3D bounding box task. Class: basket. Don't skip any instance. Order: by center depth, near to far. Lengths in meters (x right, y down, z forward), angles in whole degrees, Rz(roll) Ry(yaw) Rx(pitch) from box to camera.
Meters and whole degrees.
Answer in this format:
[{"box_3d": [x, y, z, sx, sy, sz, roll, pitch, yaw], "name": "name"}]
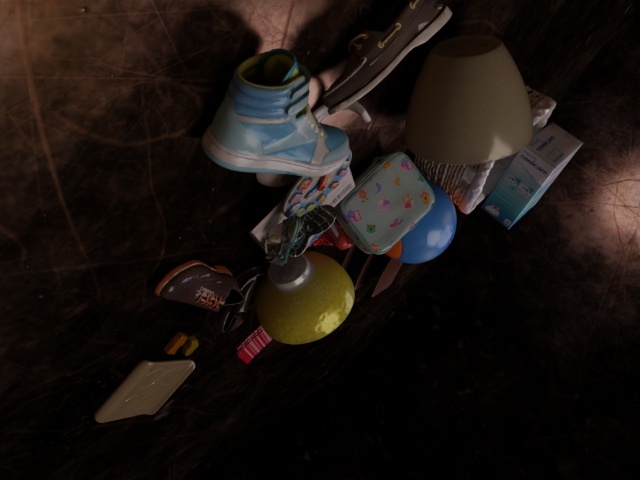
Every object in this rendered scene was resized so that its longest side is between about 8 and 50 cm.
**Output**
[{"box_3d": [0.520, -0.334, 1.743, 0.331, 0.266, 0.328, -39, 159, -20], "name": "basket"}]

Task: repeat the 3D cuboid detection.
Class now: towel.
[{"box_3d": [-0.186, 0.329, 1.919, 0.275, 0.031, 0.199, -42, 161, -15], "name": "towel"}]

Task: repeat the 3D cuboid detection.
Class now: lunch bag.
[{"box_3d": [0.182, -0.115, 1.552, 0.279, 0.224, 0.108, -43, -170, -15], "name": "lunch bag"}]

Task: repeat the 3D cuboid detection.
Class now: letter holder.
[{"box_3d": [0.199, 0.090, 2.076, 0.214, 0.152, 0.302, -31, 155, -34], "name": "letter holder"}]

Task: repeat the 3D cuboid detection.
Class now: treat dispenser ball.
[{"box_3d": [0.305, -0.066, 1.777, 0.288, 0.288, 0.288, -40, 160, -18], "name": "treat dispenser ball"}]

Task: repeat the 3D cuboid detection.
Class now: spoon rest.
[{"box_3d": [-0.026, -0.212, 1.158, 0.276, 0.084, 0.137, -36, 161, 8], "name": "spoon rest"}]

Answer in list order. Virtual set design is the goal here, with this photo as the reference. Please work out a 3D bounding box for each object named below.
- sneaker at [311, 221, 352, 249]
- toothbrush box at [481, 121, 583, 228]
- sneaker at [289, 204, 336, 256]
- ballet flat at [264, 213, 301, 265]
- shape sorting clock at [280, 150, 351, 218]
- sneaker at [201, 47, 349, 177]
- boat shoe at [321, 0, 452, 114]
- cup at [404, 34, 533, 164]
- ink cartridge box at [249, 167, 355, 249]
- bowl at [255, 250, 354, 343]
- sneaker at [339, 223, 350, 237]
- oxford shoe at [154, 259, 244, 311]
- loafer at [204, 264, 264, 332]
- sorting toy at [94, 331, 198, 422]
[{"box_3d": [0.000, 0.000, 1.441, 0.128, 0.087, 0.221, -42, -156, 3], "name": "sneaker"}, {"box_3d": [0.695, -0.213, 1.769, 0.216, 0.126, 0.296, -34, 156, -36], "name": "toothbrush box"}, {"box_3d": [-0.026, -0.028, 1.342, 0.162, 0.063, 0.073, -43, 179, 2], "name": "sneaker"}, {"box_3d": [-0.093, 0.002, 1.221, 0.070, 0.070, 0.188, -34, 161, -32], "name": "ballet flat"}, {"box_3d": [-0.004, -0.125, 1.187, 0.206, 0.040, 0.206, -38, 161, -15], "name": "shape sorting clock"}, {"box_3d": [-0.037, -0.227, 0.949, 0.319, 0.127, 0.208, -9, 139, -43], "name": "sneaker"}, {"box_3d": [0.115, -0.384, 1.062, 0.324, 0.097, 0.116, -42, -159, -2], "name": "boat shoe"}, {"box_3d": [0.370, -0.377, 1.355, 0.331, 0.331, 0.237, -35, 131, -30], "name": "cup"}, {"box_3d": [-0.050, -0.100, 1.311, 0.296, 0.066, 0.261, -45, 160, -6], "name": "ink cartridge box"}, {"box_3d": [-0.064, 0.122, 1.472, 0.289, 0.289, 0.156, -40, 135, -18], "name": "bowl"}, {"box_3d": [0.128, -0.107, 1.643, 0.084, 0.097, 0.235, -12, -146, 42], "name": "sneaker"}, {"box_3d": [-0.265, 0.111, 1.225, 0.097, 0.098, 0.271, -52, 160, 15], "name": "oxford shoe"}, {"box_3d": [-0.218, 0.161, 1.449, 0.220, 0.078, 0.080, -50, 160, 10], "name": "loafer"}, {"box_3d": [-0.443, 0.364, 1.451, 0.307, 0.041, 0.229, -48, 156, 4], "name": "sorting toy"}]
